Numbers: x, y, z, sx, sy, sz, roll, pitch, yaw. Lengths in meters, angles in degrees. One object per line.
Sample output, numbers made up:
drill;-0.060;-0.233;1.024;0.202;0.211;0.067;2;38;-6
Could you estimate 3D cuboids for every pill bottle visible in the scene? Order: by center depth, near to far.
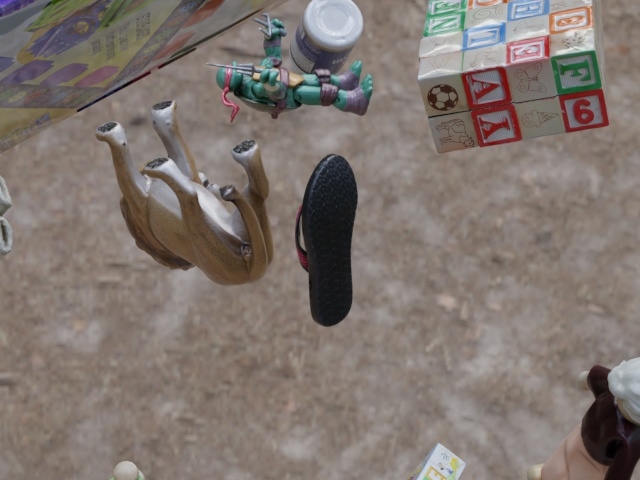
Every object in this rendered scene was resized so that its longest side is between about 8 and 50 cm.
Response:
pill bottle;0.003;-0.311;2.266;0.094;0.169;0.094;4;71;-12

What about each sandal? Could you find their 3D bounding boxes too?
sandal;0.000;0.000;1.373;0.067;0.179;0.040;-24;37;-36

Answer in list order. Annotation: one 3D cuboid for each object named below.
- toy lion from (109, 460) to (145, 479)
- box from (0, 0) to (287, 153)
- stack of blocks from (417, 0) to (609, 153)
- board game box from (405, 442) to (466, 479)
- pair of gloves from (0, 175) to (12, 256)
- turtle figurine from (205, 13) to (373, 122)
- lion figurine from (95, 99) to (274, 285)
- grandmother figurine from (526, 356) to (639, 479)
toy lion;-0.201;0.262;1.306;0.100;0.034;0.096;-20;64;-2
box;-0.082;-0.217;0.457;0.279;0.177;0.290;-30;89;-10
stack of blocks;0.201;-0.217;1.476;0.171;0.087;0.297;-8;35;15
board game box;0.039;0.225;1.029;0.026;0.154;0.103;37;33;3
pair of gloves;-0.287;-0.062;0.899;0.042;0.204;0.240;-8;80;-54
turtle figurine;-0.053;-0.226;1.954;0.234;0.118;0.175;9;40;-16
lion figurine;-0.144;-0.025;1.700;0.142;0.240;0.392;-25;28;-13
grandmother figurine;0.375;0.257;1.884;0.104;0.342;0.208;-1;56;-20
